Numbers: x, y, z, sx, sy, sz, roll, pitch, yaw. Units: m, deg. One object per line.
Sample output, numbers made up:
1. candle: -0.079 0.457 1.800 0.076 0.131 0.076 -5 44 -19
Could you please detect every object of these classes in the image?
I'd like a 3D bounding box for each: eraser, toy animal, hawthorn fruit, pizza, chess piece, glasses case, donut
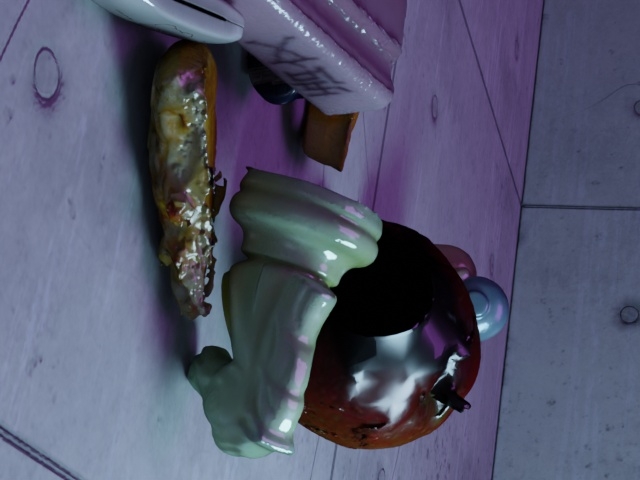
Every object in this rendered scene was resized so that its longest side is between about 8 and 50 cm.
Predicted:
1. eraser: -0.035 -0.333 1.497 0.359 0.122 0.272 37 56 -52
2. toy animal: 0.150 0.107 2.191 0.221 0.229 0.210 4 88 -35
3. hawthorn fruit: 0.050 0.106 1.701 0.316 0.316 0.316 2 90 -73
4. pizza: -0.137 -0.063 1.434 0.189 0.071 0.297 -93 180 -61
5. chess piece: -0.054 0.086 1.498 0.176 0.176 0.298 46 62 -67
6. glasses case: -0.145 -0.223 1.323 0.193 0.074 0.049 9 89 -59
7. donut: 0.022 -0.189 1.865 0.174 0.074 0.190 110 -3 -75

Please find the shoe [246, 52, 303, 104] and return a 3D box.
1. shoe: -0.026 -0.224 1.727 0.207 0.091 0.106 -70 150 -53
